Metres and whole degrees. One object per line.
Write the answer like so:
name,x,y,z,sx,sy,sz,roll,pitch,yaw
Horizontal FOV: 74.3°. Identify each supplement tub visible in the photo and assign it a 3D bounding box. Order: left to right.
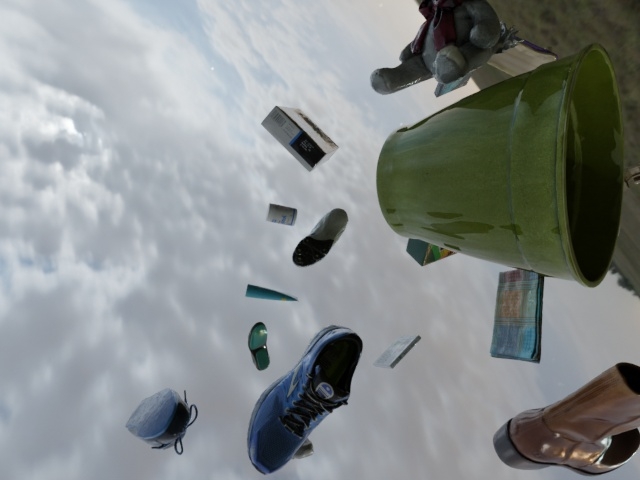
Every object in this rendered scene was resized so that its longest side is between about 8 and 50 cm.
supplement tub,-0.144,-0.095,1.564,0.107,0.071,0.071,10,-138,-13

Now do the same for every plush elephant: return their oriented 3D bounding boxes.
plush elephant,0.266,-0.482,0.868,0.272,0.330,0.255,33,147,64

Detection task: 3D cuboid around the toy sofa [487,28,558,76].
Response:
toy sofa,0.644,-0.691,1.495,0.362,0.177,0.150,23,-118,-4

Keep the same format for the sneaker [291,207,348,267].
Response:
sneaker,0.000,0.000,1.204,0.085,0.086,0.237,39,-124,5

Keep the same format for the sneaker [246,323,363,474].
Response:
sneaker,-0.027,0.305,0.844,0.130,0.147,0.330,38,-111,-5

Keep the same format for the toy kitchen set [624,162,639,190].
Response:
toy kitchen set,0.986,-0.189,1.318,0.068,0.083,0.075,49,-138,-19

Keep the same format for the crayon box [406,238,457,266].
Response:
crayon box,0.494,-0.102,1.472,0.363,0.313,0.106,-17,-135,-24

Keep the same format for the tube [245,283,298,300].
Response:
tube,-0.187,0.211,1.649,0.207,0.052,0.080,11,-172,-9

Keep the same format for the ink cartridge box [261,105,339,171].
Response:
ink cartridge box,-0.038,-0.277,1.126,0.165,0.065,0.333,43,-163,-5

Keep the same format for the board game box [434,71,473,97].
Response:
board game box,0.480,-0.583,1.490,0.186,0.126,0.026,69,178,-80

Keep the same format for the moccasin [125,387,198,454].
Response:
moccasin,-0.369,0.435,1.027,0.117,0.342,0.138,40,-121,-15

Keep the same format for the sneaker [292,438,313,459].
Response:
sneaker,-0.125,0.585,1.337,0.105,0.281,0.115,5,-84,-43

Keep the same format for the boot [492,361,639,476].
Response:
boot,0.419,0.236,0.587,0.264,0.280,0.096,10,-134,-11

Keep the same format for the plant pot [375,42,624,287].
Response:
plant pot,0.307,-0.115,0.774,0.366,0.353,0.366,-2,-86,-44

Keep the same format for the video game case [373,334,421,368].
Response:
video game case,0.254,0.371,1.415,0.143,0.157,0.019,-40,-92,-19

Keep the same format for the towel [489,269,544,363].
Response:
towel,0.785,0.293,1.697,0.040,0.271,0.370,13,-104,-12

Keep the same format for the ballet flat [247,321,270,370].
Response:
ballet flat,-0.213,0.342,1.398,0.072,0.213,0.068,-23,-143,-29
